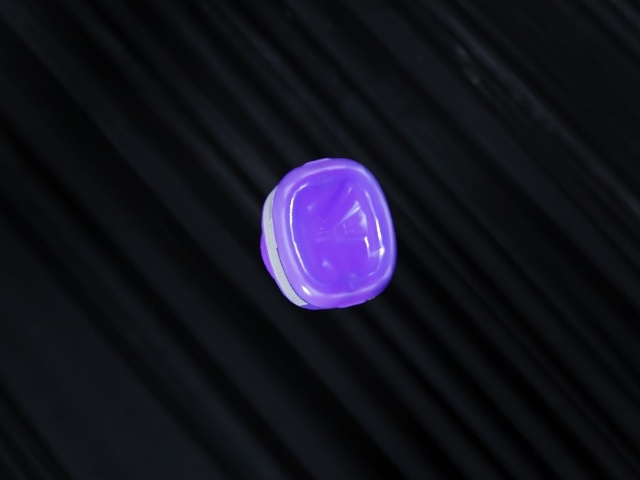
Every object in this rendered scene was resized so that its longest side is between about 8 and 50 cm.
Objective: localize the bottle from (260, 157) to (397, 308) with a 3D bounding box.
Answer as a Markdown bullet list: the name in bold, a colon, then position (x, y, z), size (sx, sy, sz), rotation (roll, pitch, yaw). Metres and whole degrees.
- **bottle**: position (0.000, 0.000, 1.368), size (0.092, 0.118, 0.283), rotation (-14, 178, -6)
